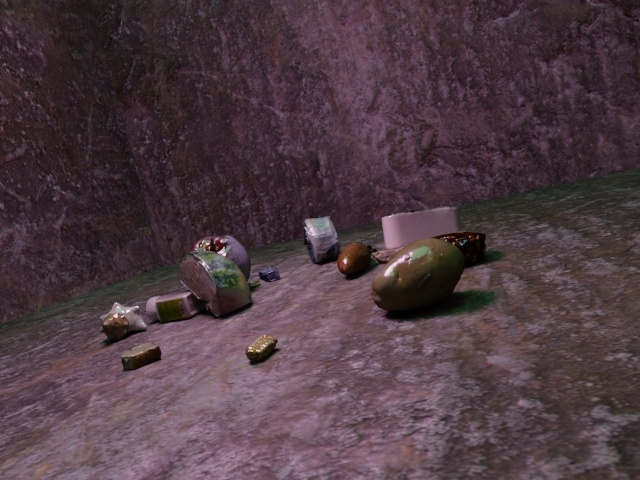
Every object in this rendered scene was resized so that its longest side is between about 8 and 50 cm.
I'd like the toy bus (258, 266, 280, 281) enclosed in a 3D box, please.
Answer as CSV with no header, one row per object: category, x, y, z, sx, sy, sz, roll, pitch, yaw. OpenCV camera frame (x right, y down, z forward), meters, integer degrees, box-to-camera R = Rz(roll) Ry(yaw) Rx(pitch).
toy bus,-0.227,0.150,1.988,0.065,0.047,0.166,-20,6,-20

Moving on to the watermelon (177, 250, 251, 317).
watermelon,-0.381,0.127,1.554,0.305,0.224,0.180,27,79,42

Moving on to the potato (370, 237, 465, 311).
potato,0.227,0.084,1.063,0.235,0.160,0.178,-28,-31,-8

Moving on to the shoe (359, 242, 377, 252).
shoe,0.181,0.039,2.111,0.071,0.049,0.179,-19,8,-42

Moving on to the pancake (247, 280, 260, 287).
pancake,-0.301,0.190,1.912,0.107,0.017,0.108,-17,6,2

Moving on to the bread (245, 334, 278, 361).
bread,-0.129,0.235,0.981,0.049,0.034,0.088,4,16,20

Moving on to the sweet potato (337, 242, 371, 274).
sweet potato,0.145,0.059,1.730,0.109,0.109,0.385,-11,5,20

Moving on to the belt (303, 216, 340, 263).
belt,0.000,0.000,2.126,0.149,0.207,0.257,-15,-11,-11

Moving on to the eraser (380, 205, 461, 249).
eraser,0.416,-0.049,1.841,0.330,0.150,0.331,-10,-2,0

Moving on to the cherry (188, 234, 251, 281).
cherry,-0.401,0.097,1.803,0.254,0.296,0.218,4,52,16

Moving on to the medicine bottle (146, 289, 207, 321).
medicine bottle,-0.523,0.234,1.623,0.188,0.088,0.132,-12,6,18

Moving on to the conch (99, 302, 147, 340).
conch,-0.656,0.267,1.529,0.137,0.115,0.234,4,6,23

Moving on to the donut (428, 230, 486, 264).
donut,0.416,0.031,1.448,0.234,0.090,0.235,-13,6,1

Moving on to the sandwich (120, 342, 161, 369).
sandwich,-0.464,0.294,1.158,0.093,0.036,0.104,-17,6,-30

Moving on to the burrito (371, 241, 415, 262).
burrito,0.292,0.049,1.688,0.229,0.063,0.058,-10,15,44
